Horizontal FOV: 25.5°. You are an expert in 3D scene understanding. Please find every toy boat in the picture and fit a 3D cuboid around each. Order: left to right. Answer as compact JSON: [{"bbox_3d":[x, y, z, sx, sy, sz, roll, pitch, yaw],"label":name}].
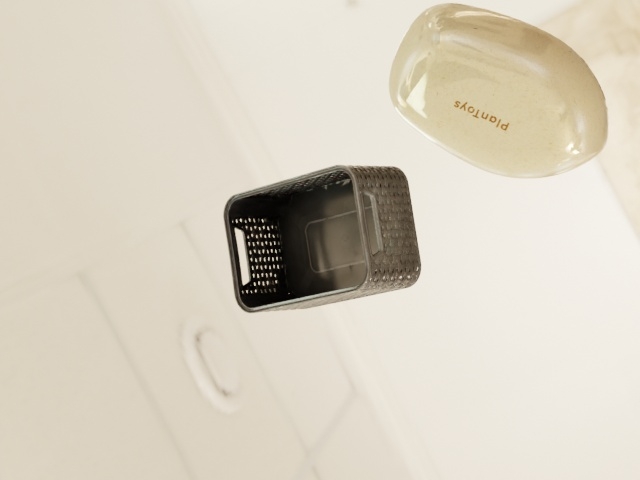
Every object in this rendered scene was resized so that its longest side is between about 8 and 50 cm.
[{"bbox_3d":[0.241,-0.222,1.621,0.267,0.318,0.148,29,-144,0],"label":"toy boat"}]

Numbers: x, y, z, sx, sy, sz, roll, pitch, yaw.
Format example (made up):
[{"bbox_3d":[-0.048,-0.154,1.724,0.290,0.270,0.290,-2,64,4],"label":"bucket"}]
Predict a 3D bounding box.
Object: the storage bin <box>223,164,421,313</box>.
[{"bbox_3d":[0.000,0.000,1.399,0.084,0.180,0.122,-2,-99,-48],"label":"storage bin"}]
